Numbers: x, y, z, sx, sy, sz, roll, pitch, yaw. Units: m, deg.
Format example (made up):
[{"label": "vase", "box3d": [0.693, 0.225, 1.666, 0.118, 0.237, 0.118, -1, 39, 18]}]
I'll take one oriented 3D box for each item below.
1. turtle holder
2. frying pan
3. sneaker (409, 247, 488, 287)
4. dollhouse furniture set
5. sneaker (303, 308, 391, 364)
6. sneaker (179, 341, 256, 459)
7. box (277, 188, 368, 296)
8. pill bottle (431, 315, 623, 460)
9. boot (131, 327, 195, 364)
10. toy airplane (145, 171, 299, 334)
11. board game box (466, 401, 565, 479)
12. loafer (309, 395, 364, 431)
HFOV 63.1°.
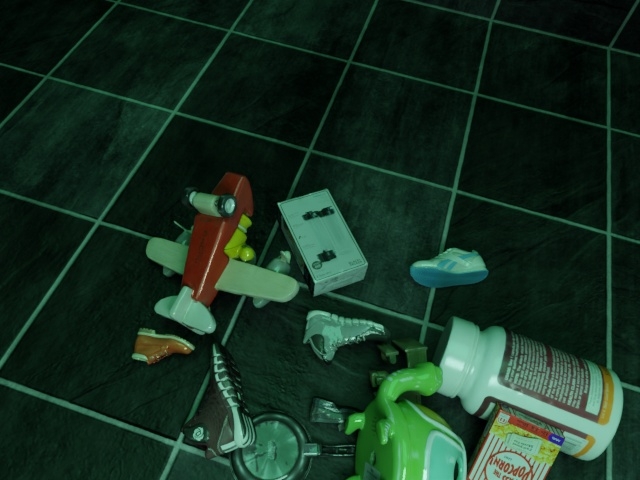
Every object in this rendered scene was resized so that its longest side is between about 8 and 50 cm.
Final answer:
[{"label": "turtle holder", "box3d": [0.187, 0.453, 1.149, 0.227, 0.243, 0.320, 10, 50, -15]}, {"label": "frying pan", "box3d": [-0.056, 0.511, 1.204, 0.326, 0.053, 0.197, 18, 58, 11]}, {"label": "sneaker", "box3d": [0.362, 0.075, 1.504, 0.228, 0.087, 0.092, 0, 50, -13]}, {"label": "dollhouse furniture set", "box3d": [0.192, 0.344, 1.341, 0.144, 0.123, 0.151, -6, 92, -8]}, {"label": "sneaker", "box3d": [0.062, 0.268, 1.357, 0.228, 0.086, 0.132, 10, 61, 14]}, {"label": "sneaker", "box3d": [-0.268, 0.382, 1.240, 0.162, 0.106, 0.281, -29, 47, 2]}, {"label": "box", "box3d": [0.000, 0.000, 1.517, 0.169, 0.087, 0.290, -19, 60, -16]}, {"label": "pill bottle", "box3d": [0.472, 0.340, 1.248, 0.392, 0.224, 0.224, 21, 58, 9]}, {"label": "boot", "box3d": [-0.400, 0.280, 1.324, 0.157, 0.059, 0.085, 8, 59, 11]}, {"label": "toy airplane", "box3d": [-0.266, 0.065, 1.381, 0.384, 0.272, 0.386, -35, 69, 18]}, {"label": "board game box", "box3d": [0.418, 0.473, 1.139, 0.146, 0.045, 0.194, 22, 100, 8]}, {"label": "loafer", "box3d": [0.056, 0.431, 1.262, 0.170, 0.062, 0.061, 15, 79, 9]}]
